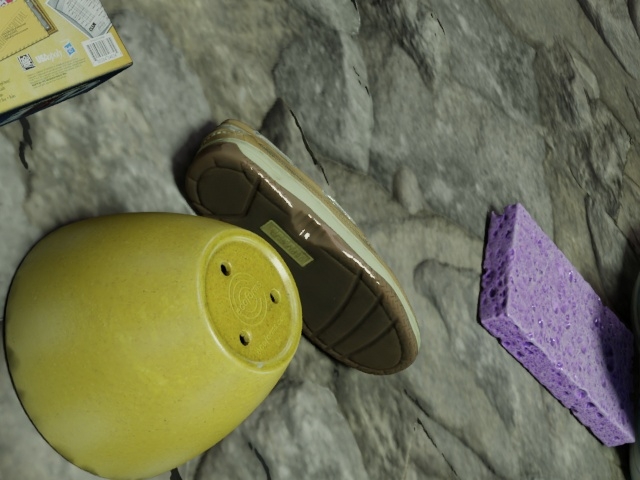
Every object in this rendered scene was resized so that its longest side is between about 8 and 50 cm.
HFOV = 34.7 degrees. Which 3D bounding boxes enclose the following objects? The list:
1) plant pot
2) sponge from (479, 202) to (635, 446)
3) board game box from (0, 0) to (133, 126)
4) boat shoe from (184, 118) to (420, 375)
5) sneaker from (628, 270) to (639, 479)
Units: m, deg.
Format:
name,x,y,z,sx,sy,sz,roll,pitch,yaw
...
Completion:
name,x,y,z,sx,sy,sz,roll,pitch,yaw
plant pot,-0.066,0.040,0.491,0.134,0.095,0.134,28,52,-43
sponge,0.208,0.075,0.880,0.210,0.031,0.117,43,43,-31
board game box,-0.205,-0.111,0.432,0.243,0.042,0.165,-38,103,-53
boat shoe,0.000,0.000,0.626,0.190,0.068,0.072,51,28,-22
sneaker,0.356,0.067,0.925,0.208,0.127,0.319,86,14,-49
